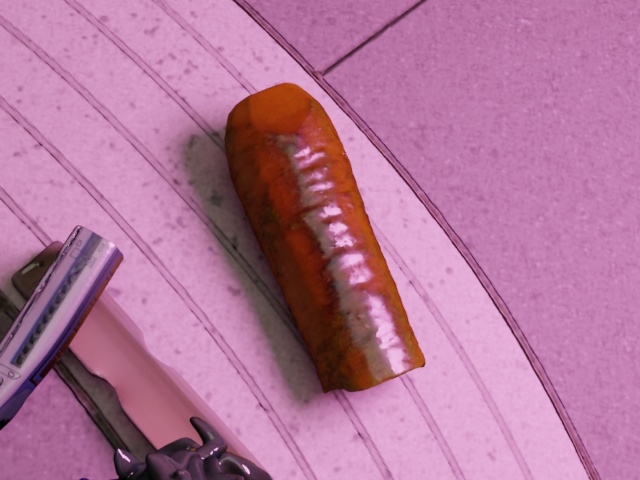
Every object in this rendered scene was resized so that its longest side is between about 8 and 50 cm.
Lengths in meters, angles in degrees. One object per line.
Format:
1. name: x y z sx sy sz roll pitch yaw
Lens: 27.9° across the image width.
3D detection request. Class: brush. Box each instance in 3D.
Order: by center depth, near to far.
1. brush: -0.152 0.130 1.132 0.060 0.050 0.321 -41 73 -9

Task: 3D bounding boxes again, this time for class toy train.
1. toy train: -0.253 0.106 1.098 0.048 0.055 0.252 29 74 4

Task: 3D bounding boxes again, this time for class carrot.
1. carrot: 0.000 0.000 1.198 0.114 0.114 0.301 -17 75 -21

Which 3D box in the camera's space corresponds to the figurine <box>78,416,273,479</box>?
1. figurine: -0.047 0.313 0.943 0.186 0.261 0.382 -33 79 3
